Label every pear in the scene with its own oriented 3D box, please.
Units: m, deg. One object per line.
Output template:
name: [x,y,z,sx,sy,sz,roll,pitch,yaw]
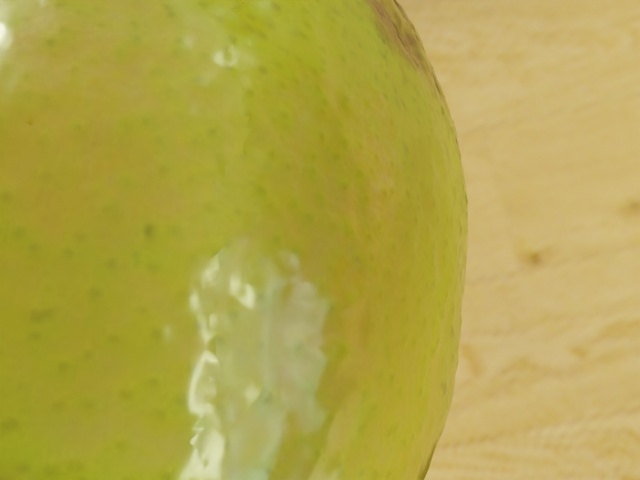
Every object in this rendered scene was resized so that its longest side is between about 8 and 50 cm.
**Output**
pear: [-0.122,0.029,0.780,0.391,0.391,0.391,-6,67,15]
